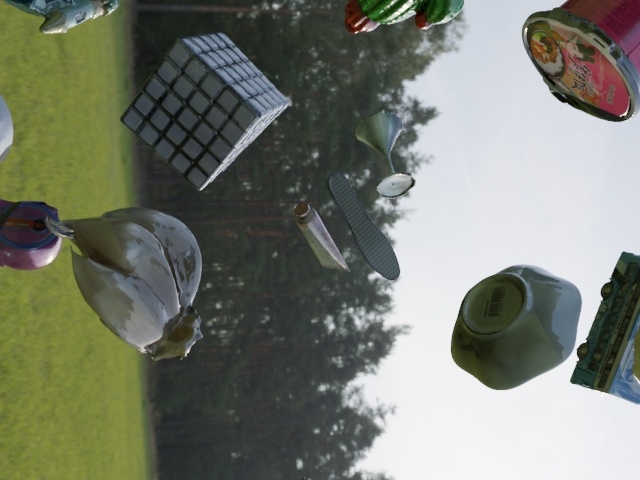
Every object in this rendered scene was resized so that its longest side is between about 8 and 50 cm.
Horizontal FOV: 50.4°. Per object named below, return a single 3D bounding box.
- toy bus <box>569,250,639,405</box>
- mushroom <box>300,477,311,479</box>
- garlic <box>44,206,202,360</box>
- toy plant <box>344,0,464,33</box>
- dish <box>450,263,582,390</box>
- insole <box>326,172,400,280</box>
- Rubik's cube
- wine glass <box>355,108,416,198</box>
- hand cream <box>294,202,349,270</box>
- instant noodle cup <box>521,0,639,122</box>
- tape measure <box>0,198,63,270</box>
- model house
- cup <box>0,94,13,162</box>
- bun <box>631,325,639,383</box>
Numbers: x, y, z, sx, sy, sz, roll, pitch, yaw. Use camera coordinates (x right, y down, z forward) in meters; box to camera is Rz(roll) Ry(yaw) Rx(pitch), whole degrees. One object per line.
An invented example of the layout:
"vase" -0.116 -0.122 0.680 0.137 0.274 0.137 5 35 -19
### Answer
"toy bus" 0.622 0.177 1.374 0.297 0.106 0.131 -68 -164 -2
"mushroom" -0.040 0.441 1.009 0.286 0.028 0.026 -62 149 -73
"garlic" -0.307 0.054 1.082 0.292 0.210 0.237 61 32 -14
"toy plant" 0.094 -0.344 0.859 0.240 0.088 0.154 22 -51 54
"dish" 0.238 0.096 0.884 0.066 0.191 0.190 43 12 -33
"insole" 0.088 -0.027 1.388 0.005 0.086 0.253 -30 -87 48
"Rubik's cube" -0.247 -0.290 1.492 0.237 0.238 0.237 -44 -173 22
"wine glass" 0.154 -0.197 1.580 0.122 0.122 0.183 107 -23 -54
"hand cream" 0.000 0.000 1.384 0.043 0.067 0.209 -66 147 -28
"instant noodle cup" 0.518 -0.363 1.210 0.258 0.181 0.302 45 0 -3
"tape measure" -0.489 -0.013 1.126 0.074 0.118 0.125 120 -29 -50
"model house" -0.654 -0.619 1.588 0.325 0.194 0.267 -51 159 -43
"cup" -0.751 -0.148 1.177 0.327 0.323 0.236 -86 154 -62
"bun" 0.607 0.160 1.059 0.229 0.229 0.145 140 -53 -72
